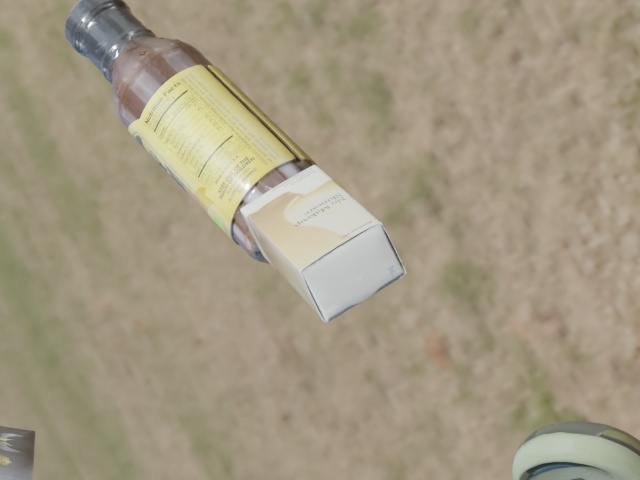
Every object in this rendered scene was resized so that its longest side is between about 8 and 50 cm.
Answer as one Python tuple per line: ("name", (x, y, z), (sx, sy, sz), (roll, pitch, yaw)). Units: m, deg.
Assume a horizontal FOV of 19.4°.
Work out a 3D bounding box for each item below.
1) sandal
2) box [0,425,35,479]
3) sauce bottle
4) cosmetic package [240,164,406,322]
("sandal", (0.215, 0.238, 1.160), (0.120, 0.086, 0.303), (-29, 113, 37))
("box", (-0.318, 0.194, 1.458), (0.231, 0.183, 0.056), (-118, 39, -75))
("sauce bottle", (-0.126, -0.121, 1.832), (0.344, 0.111, 0.111), (46, 159, 29))
("cosmetic package", (0.000, 0.000, 1.134), (0.041, 0.060, 0.115), (63, 170, -27))
